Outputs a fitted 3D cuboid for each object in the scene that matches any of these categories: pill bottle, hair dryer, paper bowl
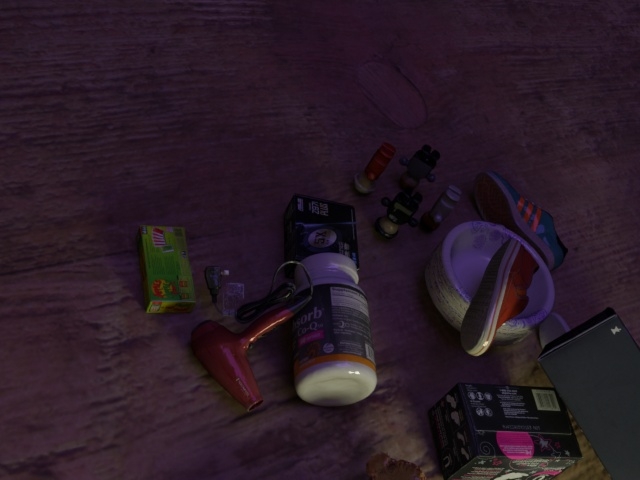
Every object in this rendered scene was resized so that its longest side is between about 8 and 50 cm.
[{"bbox_3d":[0.020,0.173,1.696,0.162,0.162,0.278,9,51,-20],"label":"pill bottle"},{"bbox_3d":[-0.136,0.174,1.615,0.223,0.080,0.293,-1,72,13],"label":"hair dryer"},{"bbox_3d":[0.369,0.107,1.927,0.284,0.148,0.284,13,51,-16],"label":"paper bowl"}]

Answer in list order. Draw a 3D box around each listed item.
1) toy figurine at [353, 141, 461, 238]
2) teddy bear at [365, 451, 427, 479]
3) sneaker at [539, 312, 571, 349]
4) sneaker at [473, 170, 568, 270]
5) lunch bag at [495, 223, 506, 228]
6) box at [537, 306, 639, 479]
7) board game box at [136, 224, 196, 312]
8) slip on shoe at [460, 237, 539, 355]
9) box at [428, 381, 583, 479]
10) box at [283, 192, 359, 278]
[{"bbox_3d":[0.205,-0.115,2.029,0.209,0.148,0.213,-5,55,-36],"label":"toy figurine"},{"bbox_3d":[0.091,0.546,1.491,0.245,0.113,0.338,7,53,-2],"label":"teddy bear"},{"bbox_3d":[0.581,0.264,1.972,0.094,0.080,0.212,-3,63,-42],"label":"sneaker"},{"bbox_3d":[0.504,-0.054,2.153,0.121,0.108,0.302,-24,76,-38],"label":"sneaker"},{"bbox_3d":[0.429,0.003,2.103,0.071,0.053,0.083,-13,72,-31],"label":"lunch bag"},{"bbox_3d":[0.608,0.327,1.724,0.343,0.179,0.312,59,13,11],"label":"box"},{"bbox_3d":[-0.309,0.056,1.704,0.092,0.043,0.181,2,54,-25],"label":"board game box"},{"bbox_3d":[0.374,0.120,1.747,0.101,0.123,0.331,37,43,0],"label":"slip on shoe"},{"bbox_3d":[0.364,0.387,1.714,0.247,0.142,0.163,7,51,-23],"label":"box"},{"bbox_3d":[0.000,0.000,1.876,0.147,0.077,0.180,12,51,-17],"label":"box"}]
